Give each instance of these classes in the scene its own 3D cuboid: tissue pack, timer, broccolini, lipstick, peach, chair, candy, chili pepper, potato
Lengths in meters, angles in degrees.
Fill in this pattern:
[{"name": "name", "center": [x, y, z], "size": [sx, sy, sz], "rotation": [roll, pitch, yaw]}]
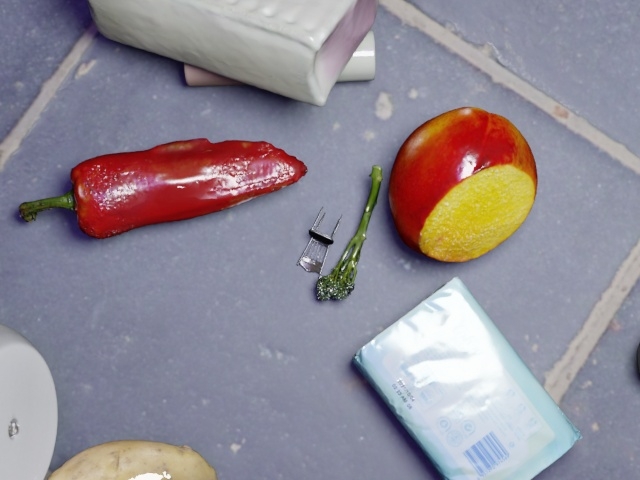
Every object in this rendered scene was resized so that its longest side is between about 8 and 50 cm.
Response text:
[{"name": "tissue pack", "center": [0.185, 0.203, 1.303], "size": [0.177, 0.089, 0.263], "rotation": [-37, 83, -5]}, {"name": "timer", "center": [-0.489, 0.222, 1.223], "size": [0.285, 0.285, 0.285], "rotation": [0, 84, 0]}, {"name": "broccolini", "center": [0.046, -0.008, 1.340], "size": [0.054, 0.052, 0.194], "rotation": [18, 90, 16]}, {"name": "lipstick", "center": [-0.055, -0.247, 1.360], "size": [0.254, 0.070, 0.070], "rotation": [-2, 84, 0]}, {"name": "peach", "center": [0.181, -0.067, 1.283], "size": [0.190, 0.190, 0.192], "rotation": [10, 65, 1]}, {"name": "chair", "center": [0.000, 0.000, 1.347], "size": [0.037, 0.042, 0.086], "rotation": [23, 84, 6]}, {"name": "candy", "center": [-0.115, -0.325, 1.283], "size": [0.358, 0.145, 0.208], "rotation": [19, 62, 13]}, {"name": "chili pepper", "center": [-0.209, -0.070, 1.322], "size": [0.387, 0.110, 0.110], "rotation": [-10, 84, -5]}, {"name": "potato", "center": [-0.256, 0.328, 1.275], "size": [0.234, 0.128, 0.161], "rotation": [-37, 101, -8]}]

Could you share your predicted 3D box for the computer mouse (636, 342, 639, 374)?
[{"name": "computer mouse", "center": [0.486, 0.140, 1.329], "size": [0.172, 0.057, 0.099], "rotation": [-23, 82, -14]}]
